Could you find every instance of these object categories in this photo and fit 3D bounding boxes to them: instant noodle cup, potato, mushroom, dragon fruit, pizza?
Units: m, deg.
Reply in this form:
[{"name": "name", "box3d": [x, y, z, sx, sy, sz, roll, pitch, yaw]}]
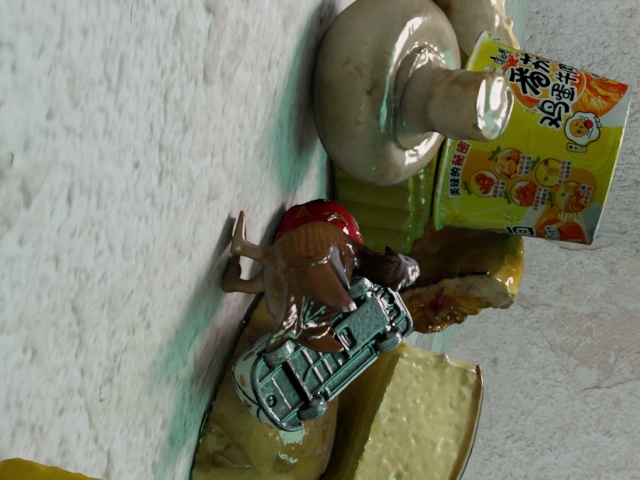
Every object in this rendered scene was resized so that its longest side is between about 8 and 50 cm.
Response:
[{"name": "instant noodle cup", "box3d": [0.268, -0.112, 1.383, 0.264, 0.200, 0.264, 16, 90, -78]}, {"name": "potato", "box3d": [-0.038, 0.179, 1.176, 0.239, 0.116, 0.299, 81, 25, -52]}, {"name": "mushroom", "box3d": [0.092, -0.165, 1.142, 0.206, 0.209, 0.206, 38, 44, -48]}, {"name": "dragon fruit", "box3d": [0.000, 0.000, 1.190, 0.190, 0.094, 0.094, -14, 119, -84]}, {"name": "pizza", "box3d": [0.156, 0.042, 1.562, 0.278, 0.114, 0.409, -42, -165, -11]}]

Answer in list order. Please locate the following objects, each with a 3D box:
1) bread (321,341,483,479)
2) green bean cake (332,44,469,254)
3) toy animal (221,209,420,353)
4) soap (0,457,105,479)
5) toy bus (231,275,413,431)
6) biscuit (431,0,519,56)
[{"name": "bread", "box3d": [0.039, 0.295, 1.309, 0.333, 0.143, 0.324, -35, -147, 66]}, {"name": "green bean cake", "box3d": [0.102, -0.123, 1.389, 0.233, 0.124, 0.236, 91, 18, -49]}, {"name": "toy animal", "box3d": [0.002, 0.044, 0.990, 0.188, 0.179, 0.089, -83, -174, -54]}, {"name": "soap", "box3d": [-0.115, 0.287, 0.732, 0.324, 0.204, 0.096, 93, 14, -46]}, {"name": "toy bus", "box3d": [-0.005, 0.103, 1.064, 0.194, 0.089, 0.087, -39, 106, -33]}, {"name": "biscuit", "box3d": [0.222, -0.286, 1.605, 0.204, 0.040, 0.309, 158, -79, -71]}]
